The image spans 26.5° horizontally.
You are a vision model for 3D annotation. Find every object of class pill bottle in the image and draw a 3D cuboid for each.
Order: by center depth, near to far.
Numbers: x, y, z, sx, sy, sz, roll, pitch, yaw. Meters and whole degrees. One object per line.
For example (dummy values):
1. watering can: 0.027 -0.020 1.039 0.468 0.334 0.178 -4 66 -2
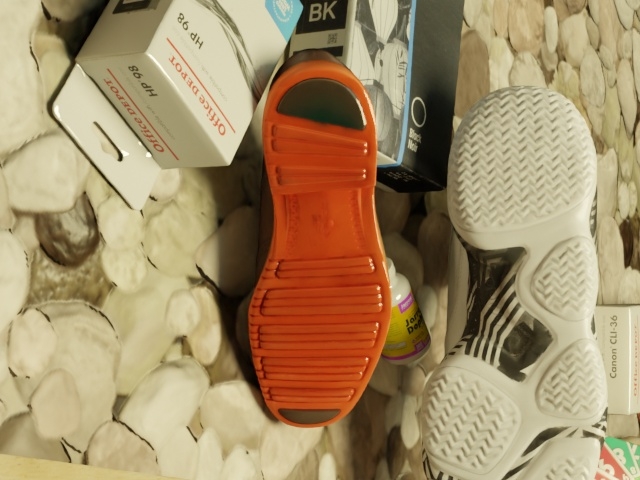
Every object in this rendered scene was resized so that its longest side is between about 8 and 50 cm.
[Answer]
1. pill bottle: 0.056 0.055 1.076 0.043 0.043 0.083 -54 131 -43

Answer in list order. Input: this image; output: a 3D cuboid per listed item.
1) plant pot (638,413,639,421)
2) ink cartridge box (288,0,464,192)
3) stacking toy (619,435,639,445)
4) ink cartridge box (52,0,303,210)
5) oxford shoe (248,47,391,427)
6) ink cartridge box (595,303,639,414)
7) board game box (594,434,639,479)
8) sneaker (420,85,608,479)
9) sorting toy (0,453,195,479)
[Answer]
1. plant pot: 0.544 0.155 1.632 0.265 0.272 0.272 -27 111 -62
2. ink cartridge box: 0.053 -0.216 1.070 0.165 0.065 0.333 21 70 -54
3. stacking toy: 0.468 0.285 1.426 0.141 0.330 0.141 3 86 -57
4. ink cartridge box: -0.085 -0.117 0.857 0.104 0.060 0.180 54 46 -41
5. oxford shoe: 0.000 0.000 0.945 0.098 0.097 0.271 -99 -167 -68
6. ink cartridge box: 0.321 0.126 1.450 0.198 0.067 0.115 2 87 -56
7. board game box: 0.349 0.276 1.314 0.259 0.039 0.124 18 70 -7
8. sneaker: 0.163 0.069 1.098 0.210 0.137 0.366 16 77 -79
9. sorting toy: -0.151 0.247 0.715 0.257 0.089 0.255 23 69 -53
